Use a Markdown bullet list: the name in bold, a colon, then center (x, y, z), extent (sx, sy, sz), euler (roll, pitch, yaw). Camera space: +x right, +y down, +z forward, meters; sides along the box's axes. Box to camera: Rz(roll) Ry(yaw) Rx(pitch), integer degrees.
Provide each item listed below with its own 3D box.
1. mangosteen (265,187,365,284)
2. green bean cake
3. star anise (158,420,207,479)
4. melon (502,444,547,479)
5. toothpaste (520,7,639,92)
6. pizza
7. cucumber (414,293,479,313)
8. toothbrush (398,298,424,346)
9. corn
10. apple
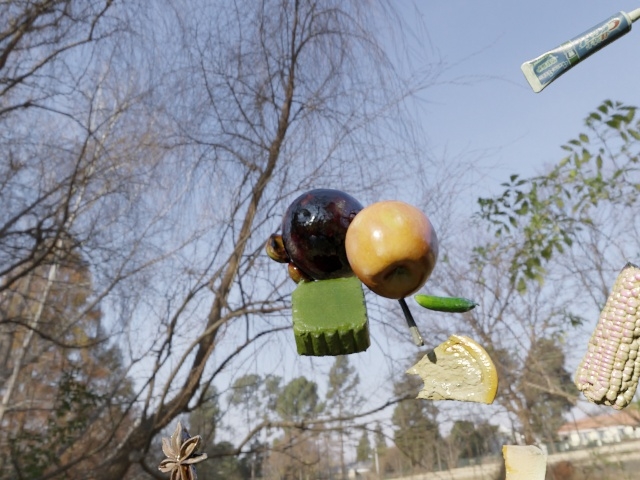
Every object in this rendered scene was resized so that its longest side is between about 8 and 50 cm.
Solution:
- **mangosteen**: center (0.000, 0.000, 2.013), extent (0.382, 0.382, 0.435), euler (22, -36, -40)
- **green bean cake**: center (0.034, 0.254, 1.732), extent (0.250, 0.247, 0.156), euler (-8, -50, 2)
- **star anise**: center (-0.446, 0.691, 1.673), extent (0.197, 0.212, 0.073), euler (23, 8, 31)
- **melon**: center (0.491, 0.594, 1.274), extent (0.098, 0.182, 0.054), euler (3, -4, -7)
- **toothpaste**: center (0.435, -0.321, 0.866), extent (0.197, 0.057, 0.035), euler (-30, 4, 17)
- **pizza**: center (0.332, 0.342, 1.365), extent (0.262, 0.181, 0.034), euler (-19, -20, 37)
- **cucumber**: center (0.424, 0.211, 1.732), extent (0.250, 0.056, 0.056), euler (7, -29, -15)
- **toothbrush**: center (0.220, 0.158, 1.422), extent (0.031, 0.297, 0.030), euler (-11, -37, -13)
- **corn**: center (0.688, 0.219, 1.191), extent (0.127, 0.335, 0.126), euler (18, 7, -2)
- **apple**: center (0.181, 0.028, 1.317), extent (0.254, 0.253, 0.253), euler (-3, -27, -1)
